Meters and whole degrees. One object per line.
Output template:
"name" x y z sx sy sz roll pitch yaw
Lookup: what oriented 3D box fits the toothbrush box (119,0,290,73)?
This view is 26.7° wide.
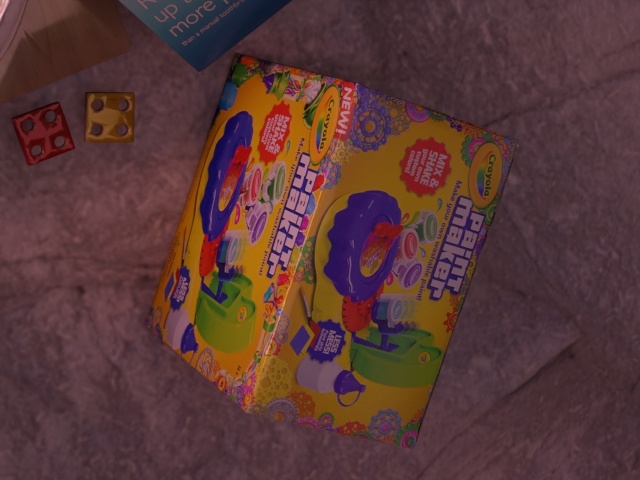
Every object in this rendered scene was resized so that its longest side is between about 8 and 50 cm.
"toothbrush box" -0.120 -0.315 1.113 0.216 0.126 0.295 -36 136 13

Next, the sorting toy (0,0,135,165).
"sorting toy" -0.254 -0.202 1.215 0.132 0.046 0.275 -26 112 -18

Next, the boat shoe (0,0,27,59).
"boat shoe" -0.328 -0.149 1.126 0.098 0.096 0.277 30 103 -11

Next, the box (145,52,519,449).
"box" 0.000 0.000 1.255 0.177 0.279 0.290 17 94 -28
